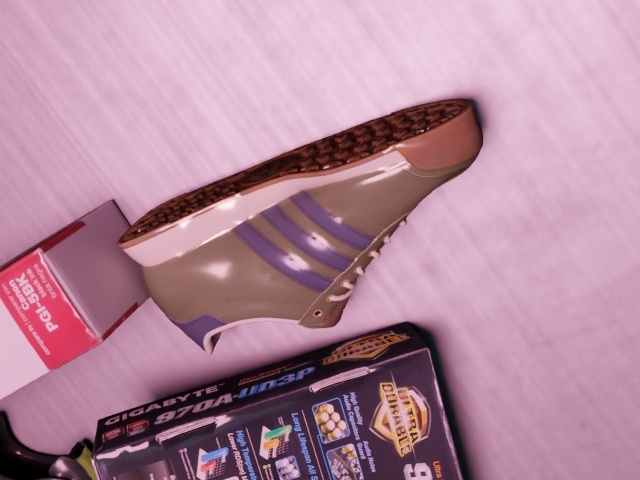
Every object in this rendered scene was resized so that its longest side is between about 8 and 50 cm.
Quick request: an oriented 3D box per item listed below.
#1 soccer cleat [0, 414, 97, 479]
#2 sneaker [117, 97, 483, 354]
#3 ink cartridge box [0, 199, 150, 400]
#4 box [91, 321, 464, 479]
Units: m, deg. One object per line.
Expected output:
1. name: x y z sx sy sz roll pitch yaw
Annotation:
1. soccer cleat: -0.130 0.162 0.610 0.178 0.060 0.072 26 101 4
2. sneaker: 0.000 0.000 0.539 0.192 0.064 0.086 -20 109 16
3. ink cartridge box: -0.162 0.044 0.558 0.135 0.099 0.056 -30 99 17
4. box: -0.003 0.174 0.564 0.175 0.051 0.220 -18 103 -4
